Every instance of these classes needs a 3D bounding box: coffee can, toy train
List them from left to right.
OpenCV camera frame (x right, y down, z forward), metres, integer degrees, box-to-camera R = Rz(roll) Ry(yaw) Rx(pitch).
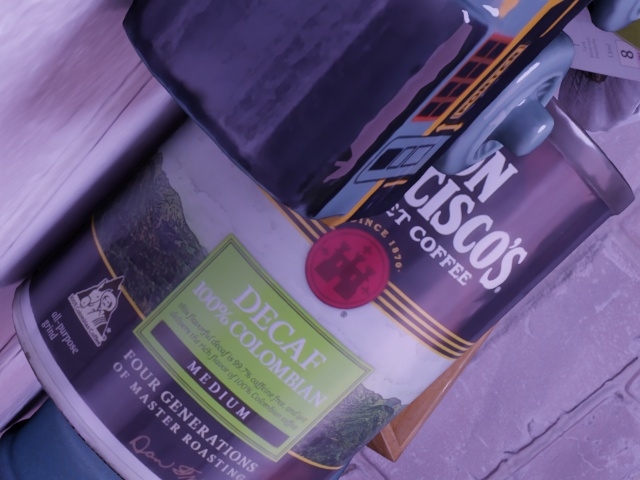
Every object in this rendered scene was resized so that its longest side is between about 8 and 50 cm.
[{"bbox_3d":[0.000,0.000,0.661,0.275,0.201,0.201,-45,179,9],"label":"coffee can"},{"bbox_3d":[0.080,-0.139,0.423,0.334,0.142,0.190,-45,169,21],"label":"toy train"}]

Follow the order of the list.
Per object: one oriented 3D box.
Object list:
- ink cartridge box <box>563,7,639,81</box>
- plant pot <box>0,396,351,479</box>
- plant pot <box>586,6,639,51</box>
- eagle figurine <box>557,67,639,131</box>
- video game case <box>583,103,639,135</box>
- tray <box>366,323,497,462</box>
[{"bbox_3d":[0.216,-0.210,0.932,0.232,0.066,0.189,18,-127,45],"label":"ink cartridge box"},{"bbox_3d":[-0.099,0.176,1.259,0.334,0.341,0.341,-52,178,10],"label":"plant pot"},{"bbox_3d":[0.302,-0.287,0.726,0.275,0.275,0.293,-44,163,-25],"label":"plant pot"},{"bbox_3d":[0.266,-0.269,1.115,0.298,0.226,0.225,-38,155,-39],"label":"eagle figurine"},{"bbox_3d":[0.269,-0.150,1.131,0.087,0.011,0.122,-16,-135,41],"label":"video game case"},{"bbox_3d":[0.058,0.006,0.978,0.203,0.076,0.411,-51,151,-19],"label":"tray"}]
